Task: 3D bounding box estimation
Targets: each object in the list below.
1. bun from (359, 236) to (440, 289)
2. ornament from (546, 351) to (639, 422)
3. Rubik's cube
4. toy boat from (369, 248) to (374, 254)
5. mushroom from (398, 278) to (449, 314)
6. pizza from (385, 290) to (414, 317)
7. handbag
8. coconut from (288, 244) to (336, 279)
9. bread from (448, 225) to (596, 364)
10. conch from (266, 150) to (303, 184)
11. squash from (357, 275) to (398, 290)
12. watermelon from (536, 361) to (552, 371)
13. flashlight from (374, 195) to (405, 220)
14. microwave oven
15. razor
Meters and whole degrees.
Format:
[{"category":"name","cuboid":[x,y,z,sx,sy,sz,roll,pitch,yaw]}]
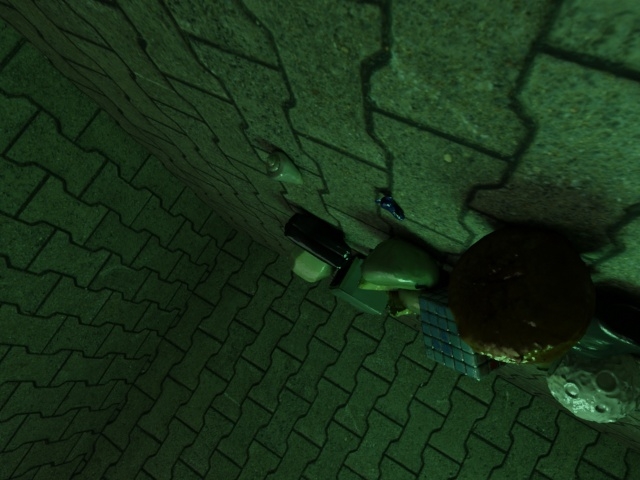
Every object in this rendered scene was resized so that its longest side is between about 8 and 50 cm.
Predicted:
[{"category":"bun","cuboid":[0.286,0.078,1.431,0.283,0.179,0.283,9,171,1]},{"category":"ornament","cuboid":[0.842,0.424,1.239,0.225,0.259,0.259,32,170,23]},{"category":"Rubik's cube","cuboid":[0.497,0.281,1.346,0.237,0.238,0.237,6,109,64]},{"category":"toy boat","cuboid":[0.299,0.091,1.757,0.229,0.046,0.080,21,168,35]},{"category":"mushroom","cuboid":[0.417,0.196,1.578,0.226,0.178,0.226,-3,-172,0]},{"category":"pizza","cuboid":[0.367,0.270,1.844,0.280,0.288,0.075,24,125,24]},{"category":"handbag","cuboid":[0.000,0.000,1.910,0.342,0.152,0.288,34,180,0]},{"category":"coconut","cuboid":[-0.030,0.101,2.147,0.247,0.245,0.245,38,169,1]},{"category":"bread","cuboid":[0.434,0.115,0.884,0.172,0.312,0.312,26,173,-32]},{"category":"conch","cuboid":[-0.119,-0.242,1.353,0.104,0.094,0.176,4,-179,40]},{"category":"squash","cuboid":[0.340,0.187,1.797,0.289,0.203,0.111,30,137,20]},{"category":"watermelon","cuboid":[0.911,0.435,1.483,0.145,0.137,0.193,35,126,-13]},{"category":"flashlight","cuboid":[0.210,-0.097,1.178,0.057,0.035,0.121,-13,146,38]},{"category":"microwave oven","cuboid":[0.220,0.232,2.136,0.286,0.218,0.355,30,169,-1]},{"category":"razor","cuboid":[0.717,0.226,1.041,0.204,0.113,0.349,28,167,11]}]
